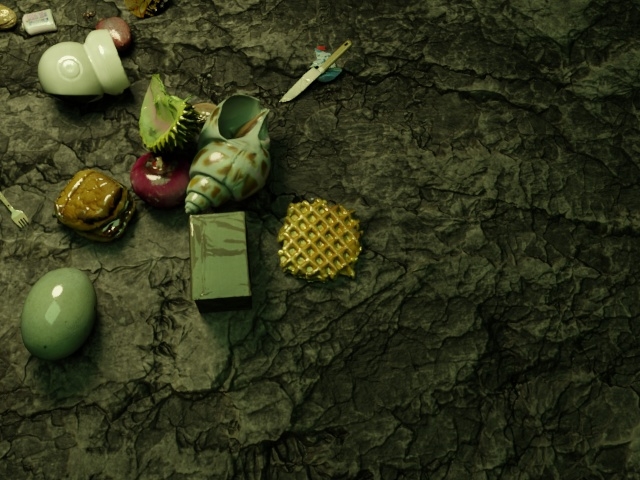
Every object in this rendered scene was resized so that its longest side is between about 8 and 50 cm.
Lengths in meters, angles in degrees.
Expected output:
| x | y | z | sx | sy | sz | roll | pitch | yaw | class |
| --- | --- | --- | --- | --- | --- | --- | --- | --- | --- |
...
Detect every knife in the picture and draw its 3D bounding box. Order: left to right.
| x | y | z | sx | sy | sz | roll | pitch | yaw | class |
| --- | --- | --- | --- | --- | --- | --- | --- | --- | --- |
| -0.016 | -0.532 | 1.749 | 0.298 | 0.017 | 0.047 | -44 | 71 | -1 | knife |

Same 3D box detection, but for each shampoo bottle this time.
| x | y | z | sx | sy | sz | roll | pitch | yaw | class |
| --- | --- | --- | --- | --- | --- | --- | --- | --- | --- |
| -0.890 | -0.686 | 1.746 | 0.099 | 0.043 | 0.072 | -18 | 72 | -11 | shampoo bottle |

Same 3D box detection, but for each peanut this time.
| x | y | z | sx | sy | sz | roll | pitch | yaw | class |
| --- | --- | --- | --- | --- | --- | --- | --- | --- | --- |
| -1.034 | -0.694 | 1.721 | 0.174 | 0.080 | 0.080 | -4 | 70 | -4 | peanut |

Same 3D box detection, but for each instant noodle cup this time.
| x | y | z | sx | sy | sz | roll | pitch | yaw | class |
| --- | --- | --- | --- | --- | --- | --- | --- | --- | --- |
| -0.579 | -0.813 | 1.776 | 0.151 | 0.151 | 0.122 | -31 | 63 | -15 | instant noodle cup |

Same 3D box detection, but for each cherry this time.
| x | y | z | sx | sy | sz | roll | pitch | yaw | class |
| --- | --- | --- | --- | --- | --- | --- | --- | --- | --- |
| -0.668 | -0.675 | 1.744 | 0.107 | 0.090 | 0.225 | -37 | 68 | -4 | cherry |

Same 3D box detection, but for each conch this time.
| x | y | z | sx | sy | sz | roll | pitch | yaw | class |
| --- | --- | --- | --- | --- | --- | --- | --- | --- | --- |
| -0.254 | -0.229 | 1.530 | 0.197 | 0.249 | 0.368 | -17 | 34 | 31 | conch |

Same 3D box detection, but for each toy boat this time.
| x | y | z | sx | sy | sz | roll | pitch | yaw | class |
| --- | --- | --- | --- | --- | --- | --- | --- | --- | --- |
| 0.020 | -0.569 | 1.798 | 0.105 | 0.034 | 0.149 | 12 | 57 | 3 | toy boat |

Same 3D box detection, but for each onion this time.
| x | y | z | sx | sy | sz | roll | pitch | yaw | class |
| --- | --- | --- | --- | --- | --- | --- | --- | --- | --- |
| -0.438 | -0.175 | 1.543 | 0.177 | 0.153 | 0.177 | -3 | 27 | 2 | onion |

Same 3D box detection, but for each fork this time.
| x | y | z | sx | sy | sz | roll | pitch | yaw | class |
| --- | --- | --- | --- | --- | --- | --- | --- | --- | --- |
| -0.883 | -0.108 | 1.547 | 0.219 | 0.028 | 0.034 | 43 | 79 | 15 | fork |

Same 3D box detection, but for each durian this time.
| x | y | z | sx | sy | sz | roll | pitch | yaw | class |
| --- | --- | --- | --- | --- | --- | --- | --- | --- | --- |
| -0.425 | -0.341 | 1.515 | 0.157 | 0.169 | 0.355 | -23 | 34 | -21 | durian |

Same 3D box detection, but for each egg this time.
| x | y | z | sx | sy | sz | roll | pitch | yaw | class |
| --- | --- | --- | --- | --- | --- | --- | --- | --- | --- |
| -0.649 | 0.181 | 1.379 | 0.169 | 0.169 | 0.236 | 5 | 63 | -3 | egg |

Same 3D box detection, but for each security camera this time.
| x | y | z | sx | sy | sz | roll | pitch | yaw | class |
| --- | --- | --- | --- | --- | --- | --- | --- | --- | --- |
| -0.697 | -0.494 | 1.611 | 0.236 | 0.194 | 0.195 | -23 | 73 | -17 | security camera |

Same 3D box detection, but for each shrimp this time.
| x | y | z | sx | sy | sz | roll | pitch | yaw | class |
| --- | --- | --- | --- | --- | --- | --- | --- | --- | --- |
| -0.387 | -0.332 | 1.660 | 0.219 | 0.046 | 0.152 | -22 | 70 | -13 | shrimp |

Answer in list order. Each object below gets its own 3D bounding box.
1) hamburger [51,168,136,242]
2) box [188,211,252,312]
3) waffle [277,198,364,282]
| x | y | z | sx | sy | sz | roll | pitch | yaw | class |
| --- | --- | --- | --- | --- | --- | --- | --- | --- | --- |
| -0.616 | -0.102 | 1.512 | 0.206 | 0.130 | 0.183 | 25 | 67 | 7 | hamburger |
| -0.264 | 0.062 | 1.468 | 0.155 | 0.149 | 0.231 | -5 | 70 | -7 | box |
| 0.000 | -0.001 | 1.569 | 0.245 | 0.052 | 0.254 | 7 | 68 | -4 | waffle |
